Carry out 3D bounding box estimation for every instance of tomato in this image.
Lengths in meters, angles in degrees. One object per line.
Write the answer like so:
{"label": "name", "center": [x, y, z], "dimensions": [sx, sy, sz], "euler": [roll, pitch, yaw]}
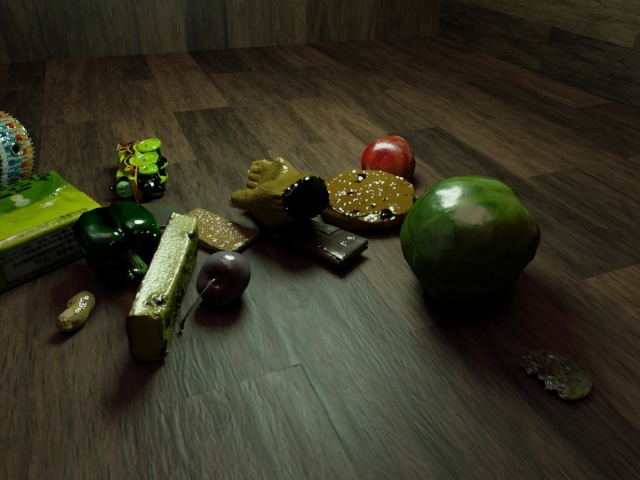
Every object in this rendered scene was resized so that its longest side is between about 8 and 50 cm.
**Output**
{"label": "tomato", "center": [0.221, -0.263, 1.636], "dimensions": [0.187, 0.151, 0.187], "euler": [-2, 30, 1]}

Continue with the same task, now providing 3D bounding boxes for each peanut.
{"label": "peanut", "center": [-0.517, 0.151, 1.067], "dimensions": [0.054, 0.053, 0.113], "euler": [5, 34, 4]}

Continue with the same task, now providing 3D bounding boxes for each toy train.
{"label": "toy train", "center": [-0.565, -0.221, 1.573], "dimensions": [0.161, 0.100, 0.296], "euler": [-11, 36, -7]}

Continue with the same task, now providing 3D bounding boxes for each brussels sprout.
{"label": "brussels sprout", "center": [0.343, -0.008, 1.147], "dimensions": [0.355, 0.289, 0.281], "euler": [-9, 48, -37]}

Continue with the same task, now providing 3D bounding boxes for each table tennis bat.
{"label": "table tennis bat", "center": [-0.518, -0.072, 1.426], "dimensions": [0.235, 0.022, 0.131], "euler": [3, 35, -3]}

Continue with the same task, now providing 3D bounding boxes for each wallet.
{"label": "wallet", "center": [0.000, 0.000, 1.321], "dimensions": [0.230, 0.042, 0.124], "euler": [20, 38, 35]}

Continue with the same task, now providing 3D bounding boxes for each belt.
{"label": "belt", "center": [-0.922, -0.218, 1.410], "dimensions": [0.207, 0.295, 0.160], "euler": [25, 29, 3]}

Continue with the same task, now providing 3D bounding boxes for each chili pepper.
{"label": "chili pepper", "center": [-0.454, 0.023, 1.153], "dimensions": [0.174, 0.165, 0.261], "euler": [-14, 51, -37]}

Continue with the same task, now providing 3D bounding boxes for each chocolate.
{"label": "chocolate", "center": [-0.729, -0.031, 1.249], "dimensions": [0.289, 0.137, 0.301], "euler": [28, 43, 33]}

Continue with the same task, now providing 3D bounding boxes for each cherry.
{"label": "cherry", "center": [-0.234, 0.104, 1.130], "dimensions": [0.115, 0.188, 0.148], "euler": [29, 8, -32]}

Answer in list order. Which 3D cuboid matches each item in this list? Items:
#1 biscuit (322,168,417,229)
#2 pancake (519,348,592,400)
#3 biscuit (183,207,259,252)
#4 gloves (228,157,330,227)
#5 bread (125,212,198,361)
{"label": "biscuit", "center": [0.134, -0.118, 1.478], "dimensions": [0.296, 0.075, 0.296], "euler": [0, 39, 0]}
{"label": "pancake", "center": [0.466, 0.258, 0.987], "dimensions": [0.116, 0.022, 0.129], "euler": [-11, 36, -23]}
{"label": "biscuit", "center": [-0.290, -0.024, 1.358], "dimensions": [0.231, 0.025, 0.131], "euler": [22, 38, 27]}
{"label": "gloves", "center": [-0.117, -0.117, 1.363], "dimensions": [0.203, 0.155, 0.356], "euler": [-35, 32, -22]}
{"label": "bread", "center": [-0.331, 0.090, 1.086], "dimensions": [0.077, 0.138, 0.361], "euler": [7, 34, -6]}
